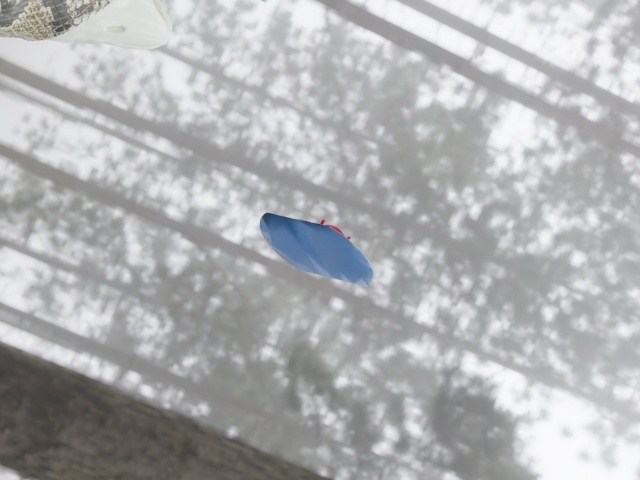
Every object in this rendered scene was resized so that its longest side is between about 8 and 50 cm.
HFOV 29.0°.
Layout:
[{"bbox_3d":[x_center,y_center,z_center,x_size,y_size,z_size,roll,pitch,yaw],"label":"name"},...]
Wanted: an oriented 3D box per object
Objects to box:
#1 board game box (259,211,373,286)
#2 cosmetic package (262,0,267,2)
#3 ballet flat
[{"bbox_3d":[0.000,0.000,1.631,0.033,0.169,0.133,-60,143,-25],"label":"board game box"},{"bbox_3d":[-0.113,-0.435,1.722,0.085,0.117,0.231,-55,166,-7],"label":"cosmetic package"},{"bbox_3d":[-0.127,-0.279,1.077,0.483,0.182,0.164,-38,-149,-7],"label":"ballet flat"}]
